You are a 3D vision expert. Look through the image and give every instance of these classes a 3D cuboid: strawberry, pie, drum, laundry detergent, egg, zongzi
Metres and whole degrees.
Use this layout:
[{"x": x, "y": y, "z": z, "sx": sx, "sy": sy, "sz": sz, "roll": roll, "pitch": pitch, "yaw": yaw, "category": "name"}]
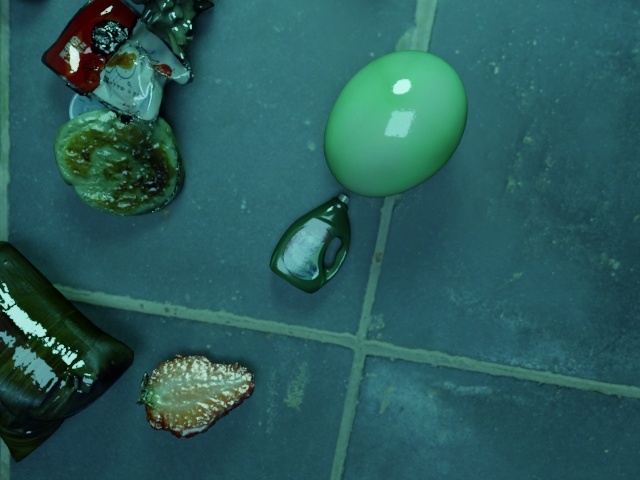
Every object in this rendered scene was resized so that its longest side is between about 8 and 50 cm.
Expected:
[{"x": -0.272, "y": 0.345, "z": 1.035, "sx": 0.235, "sy": 0.107, "sz": 0.175, "roll": 16, "pitch": 67, "yaw": -3, "category": "strawberry"}, {"x": -0.381, "y": -0.151, "z": 0.905, "sx": 0.240, "sy": 0.054, "sz": 0.241, "roll": -6, "pitch": 123, "yaw": -9, "category": "pie"}, {"x": -0.361, "y": -0.261, "z": 0.911, "sx": 0.253, "sy": 0.049, "sz": 0.130, "roll": -13, "pitch": 102, "yaw": 5, "category": "drum"}, {"x": 0.000, "y": 0.000, "z": 0.956, "sx": 0.137, "sy": 0.063, "sz": 0.211, "roll": 35, "pitch": 100, "yaw": -8, "category": "laundry detergent"}, {"x": 0.127, "y": -0.197, "z": 0.820, "sx": 0.220, "sy": 0.220, "sz": 0.270, "roll": 39, "pitch": 103, "yaw": -7, "category": "egg"}, {"x": -0.672, "y": 0.251, "z": 0.990, "sx": 0.403, "sy": 0.208, "sz": 0.432, "roll": 47, "pitch": 113, "yaw": -3, "category": "zongzi"}]

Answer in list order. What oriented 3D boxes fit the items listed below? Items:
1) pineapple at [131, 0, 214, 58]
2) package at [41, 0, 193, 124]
[{"x": -0.261, "y": -0.496, "z": 0.783, "sx": 0.222, "sy": 0.223, "sz": 0.358, "roll": 0, "pitch": 113, "yaw": 2, "category": "pineapple"}, {"x": -0.361, "y": -0.325, "z": 0.851, "sx": 0.269, "sy": 0.071, "sz": 0.194, "roll": 37, "pitch": 74, "yaw": 18, "category": "package"}]
